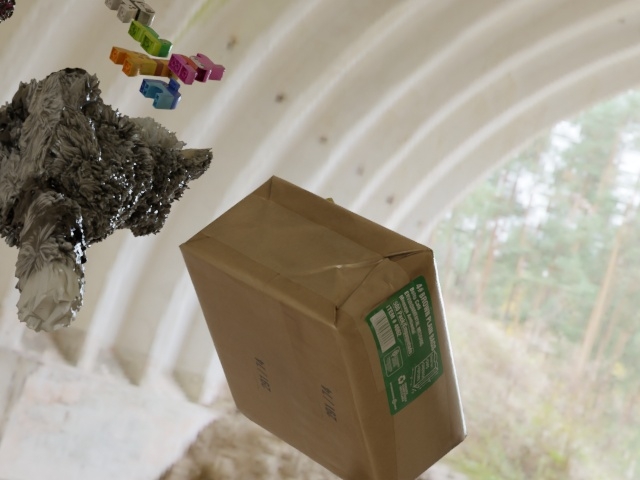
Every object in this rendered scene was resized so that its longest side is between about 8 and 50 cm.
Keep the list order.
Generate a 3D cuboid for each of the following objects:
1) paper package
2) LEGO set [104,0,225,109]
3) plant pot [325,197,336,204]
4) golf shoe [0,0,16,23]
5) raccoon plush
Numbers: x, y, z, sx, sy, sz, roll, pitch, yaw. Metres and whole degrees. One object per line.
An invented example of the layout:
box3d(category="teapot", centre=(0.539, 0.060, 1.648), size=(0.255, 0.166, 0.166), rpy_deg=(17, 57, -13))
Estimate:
box3d(category="paper package", centre=(0.009, 0.124, 1.532), size=(0.309, 0.168, 0.324), rpy_deg=(25, -38, 40))
box3d(category="LEGO set", centre=(-0.206, -0.240, 1.627), size=(0.093, 0.087, 0.227), rpy_deg=(-1, 36, -42))
box3d(category="plant pot", centre=(0.000, 0.000, 1.763), size=(0.082, 0.081, 0.083), rpy_deg=(-16, -34, 22))
box3d(category="golf shoe", centre=(-0.475, -0.372, 1.670), size=(0.086, 0.067, 0.186), rpy_deg=(55, -8, 29))
box3d(category="raccoon plush", centre=(-0.279, -0.011, 1.579), size=(0.216, 0.446, 0.299), rpy_deg=(-32, -43, 32))
